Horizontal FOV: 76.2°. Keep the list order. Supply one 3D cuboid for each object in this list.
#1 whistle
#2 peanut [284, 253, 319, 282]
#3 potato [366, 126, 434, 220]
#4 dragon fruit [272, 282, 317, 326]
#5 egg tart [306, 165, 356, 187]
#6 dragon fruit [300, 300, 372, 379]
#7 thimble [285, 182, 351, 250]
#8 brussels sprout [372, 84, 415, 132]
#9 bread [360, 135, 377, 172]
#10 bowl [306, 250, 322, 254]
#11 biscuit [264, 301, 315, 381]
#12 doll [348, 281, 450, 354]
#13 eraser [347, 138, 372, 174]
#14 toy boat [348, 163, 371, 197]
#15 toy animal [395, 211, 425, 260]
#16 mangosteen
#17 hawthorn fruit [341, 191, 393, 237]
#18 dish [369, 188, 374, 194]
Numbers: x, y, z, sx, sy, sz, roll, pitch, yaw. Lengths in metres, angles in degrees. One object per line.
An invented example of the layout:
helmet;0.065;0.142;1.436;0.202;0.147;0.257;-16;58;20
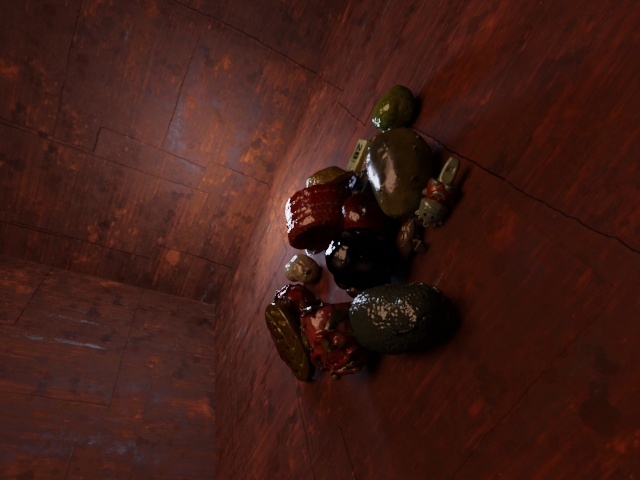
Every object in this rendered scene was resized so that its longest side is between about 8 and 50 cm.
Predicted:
whistle;0.408;-0.158;1.389;0.105;0.102;0.253;-109;38;-67
peanut;-0.110;0.152;2.260;0.291;0.143;0.159;-8;90;64
potato;0.309;-0.256;1.548;0.270;0.219;0.358;-40;48;41
dragon fruit;-0.115;0.344;2.075;0.293;0.234;0.233;37;108;45
egg tart;0.034;-0.300;2.096;0.128;0.319;0.319;61;146;2
dragon fruit;0.061;0.390;1.549;0.296;0.315;0.262;131;133;-58
thimble;0.004;-0.104;1.954;0.350;0.350;0.230;-40;51;51
brussels sprout;0.324;-0.587;1.824;0.223;0.161;0.223;-38;41;41
bread;0.265;-0.393;1.927;0.188;0.068;0.125;-68;23;9
bowl;0.000;0.000;2.204;0.189;0.086;0.188;-44;37;45
biscuit;-0.161;0.494;1.952;0.394;0.070;0.350;53;146;25
doll;0.252;0.237;1.296;0.349;0.248;0.247;-34;43;60
eraser;0.205;-0.435;2.105;0.172;0.058;0.117;-67;23;12
toy boat;0.180;-0.262;1.819;0.100;0.097;0.223;-109;36;-53
toy animal;0.321;-0.018;1.507;0.179;0.089;0.188;-119;40;-77
mangosteen;0.152;0.089;1.538;0.287;0.288;0.233;-52;23;38
hawthorn fruit;0.198;-0.059;1.679;0.230;0.211;0.265;-79;-16;-63
dish;0.271;-0.238;1.797;0.191;0.066;0.190;-166;90;-71
